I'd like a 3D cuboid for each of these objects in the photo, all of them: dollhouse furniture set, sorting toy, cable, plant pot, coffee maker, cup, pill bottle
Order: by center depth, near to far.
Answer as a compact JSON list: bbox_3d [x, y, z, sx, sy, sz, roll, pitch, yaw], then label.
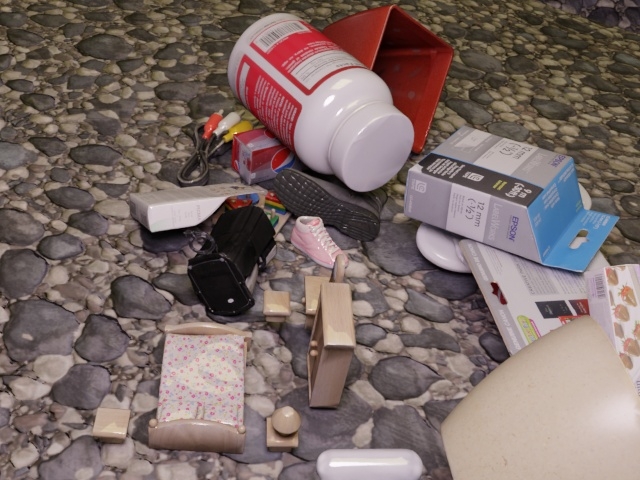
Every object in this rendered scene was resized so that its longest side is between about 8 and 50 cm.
[{"bbox_3d":[0.296,0.292,1.021,0.236,0.331,0.331,-19,38,7],"label":"cup"},{"bbox_3d":[-0.138,0.139,1.166,0.355,0.174,0.303,5,45,-8],"label":"dollhouse furniture set"},{"bbox_3d":[-0.152,0.014,1.364,0.120,0.171,0.178,7,35,10],"label":"coffee maker"},{"bbox_3d":[-0.136,-0.061,1.572,0.132,0.046,0.274,18,38,12],"label":"sorting toy"},{"bbox_3d":[0.000,-0.282,1.589,0.229,0.229,0.408,-17,46,-31],"label":"pill bottle"},{"bbox_3d":[-0.257,-0.215,1.726,0.139,0.072,0.287,16,37,17],"label":"cable"},{"bbox_3d":[0.119,-0.387,1.850,0.235,0.267,0.267,19,1,43],"label":"plant pot"}]

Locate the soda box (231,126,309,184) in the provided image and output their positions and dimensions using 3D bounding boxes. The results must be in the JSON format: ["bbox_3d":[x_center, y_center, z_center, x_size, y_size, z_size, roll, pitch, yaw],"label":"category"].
[{"bbox_3d":[-0.067,-0.210,1.745,0.263,0.092,0.083,-18,44,-32],"label":"soda box"}]

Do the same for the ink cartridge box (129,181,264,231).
[{"bbox_3d":[-0.240,-0.069,1.496,0.224,0.056,0.181,-7,13,-23],"label":"ink cartridge box"}]

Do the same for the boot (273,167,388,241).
[{"bbox_3d":[0.022,-0.100,1.615,0.246,0.083,0.161,27,32,-10],"label":"boot"}]

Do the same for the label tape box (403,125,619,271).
[{"bbox_3d":[0.368,-0.087,1.461,0.347,0.115,0.249,20,36,28],"label":"label tape box"}]

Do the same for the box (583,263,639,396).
[{"bbox_3d":[0.466,0.199,1.180,0.063,0.067,0.324,-4,81,-11],"label":"box"}]

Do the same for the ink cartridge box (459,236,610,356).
[{"bbox_3d":[0.398,0.134,1.365,0.271,0.130,0.310,0,37,-10],"label":"ink cartridge box"}]

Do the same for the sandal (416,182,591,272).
[{"bbox_3d":[0.382,-0.016,1.591,0.416,0.102,0.169,-17,60,-20],"label":"sandal"}]

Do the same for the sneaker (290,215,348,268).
[{"bbox_3d":[0.000,0.000,1.502,0.134,0.070,0.051,31,40,25],"label":"sneaker"}]

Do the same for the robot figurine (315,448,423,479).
[{"bbox_3d":[0.050,0.389,0.887,0.353,0.200,0.300,7,77,-4],"label":"robot figurine"}]
